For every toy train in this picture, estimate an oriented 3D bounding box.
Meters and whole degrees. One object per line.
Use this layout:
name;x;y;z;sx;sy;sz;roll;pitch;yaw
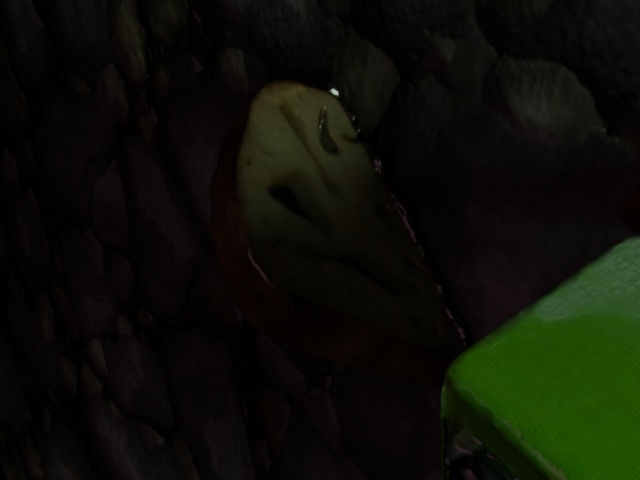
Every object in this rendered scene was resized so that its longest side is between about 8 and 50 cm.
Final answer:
toy train;0.184;0.122;0.498;0.173;0.249;0.307;41;154;35

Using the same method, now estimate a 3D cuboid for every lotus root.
lotus root;0.000;0.000;0.786;0.074;0.170;0.260;-39;68;47

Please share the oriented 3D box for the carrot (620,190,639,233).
carrot;0.229;-0.022;0.578;0.139;0.048;0.048;0;103;52
